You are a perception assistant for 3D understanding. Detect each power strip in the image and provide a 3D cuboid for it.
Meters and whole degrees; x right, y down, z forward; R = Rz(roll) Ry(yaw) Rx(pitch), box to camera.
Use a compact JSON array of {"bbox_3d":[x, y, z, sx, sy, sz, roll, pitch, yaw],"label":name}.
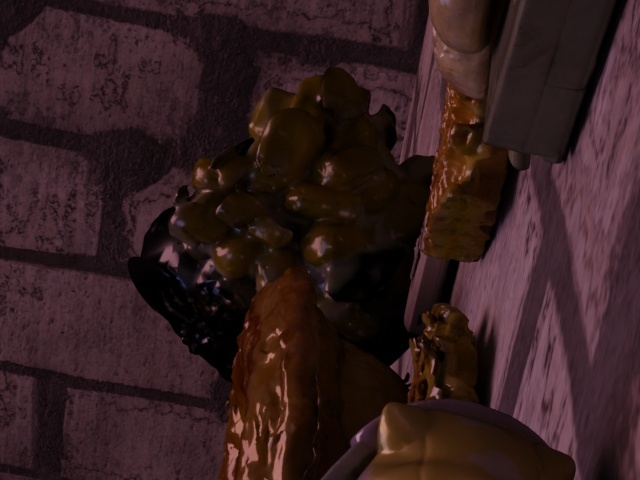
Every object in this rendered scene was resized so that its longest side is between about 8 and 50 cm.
[{"bbox_3d":[0.132,-0.137,0.762,0.288,0.053,0.093,100,-179,-48],"label":"power strip"}]

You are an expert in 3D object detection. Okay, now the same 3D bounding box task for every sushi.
[{"bbox_3d":[0.000,0.000,1.589,0.328,0.328,0.285,-34,-6,-36],"label":"sushi"}]

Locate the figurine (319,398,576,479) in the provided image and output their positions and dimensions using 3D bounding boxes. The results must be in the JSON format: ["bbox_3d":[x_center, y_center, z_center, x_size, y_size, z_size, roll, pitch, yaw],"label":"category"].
[{"bbox_3d":[0.048,0.143,0.523,0.208,0.128,0.183,120,164,-67],"label":"figurine"}]

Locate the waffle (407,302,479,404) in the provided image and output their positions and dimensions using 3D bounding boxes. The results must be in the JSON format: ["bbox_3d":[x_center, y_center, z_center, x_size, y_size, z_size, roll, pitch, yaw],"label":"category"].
[{"bbox_3d":[0.081,0.170,1.065,0.254,0.052,0.245,79,-160,-85],"label":"waffle"}]

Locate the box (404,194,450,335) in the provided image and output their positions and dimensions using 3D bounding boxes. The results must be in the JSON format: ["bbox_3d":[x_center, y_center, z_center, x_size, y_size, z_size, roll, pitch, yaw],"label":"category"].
[{"bbox_3d":[0.125,-0.045,1.393,0.142,0.044,0.285,-76,-3,-48],"label":"box"}]

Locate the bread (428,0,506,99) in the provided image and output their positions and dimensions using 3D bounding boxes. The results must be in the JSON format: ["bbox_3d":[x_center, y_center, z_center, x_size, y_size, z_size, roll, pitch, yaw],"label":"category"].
[{"bbox_3d":[0.125,-0.241,0.896,0.316,0.054,0.316,15,-90,-79],"label":"bread"}]

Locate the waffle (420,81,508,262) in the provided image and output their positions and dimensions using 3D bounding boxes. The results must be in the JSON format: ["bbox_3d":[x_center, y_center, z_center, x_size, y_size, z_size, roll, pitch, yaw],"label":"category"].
[{"bbox_3d":[0.121,-0.086,1.096,0.211,0.055,0.160,88,-169,-73],"label":"waffle"}]

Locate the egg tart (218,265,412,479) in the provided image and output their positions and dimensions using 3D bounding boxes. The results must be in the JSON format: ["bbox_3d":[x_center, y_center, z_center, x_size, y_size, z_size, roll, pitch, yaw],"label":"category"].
[{"bbox_3d":[-0.006,0.244,1.330,0.443,0.178,0.443,-175,90,-85],"label":"egg tart"}]
